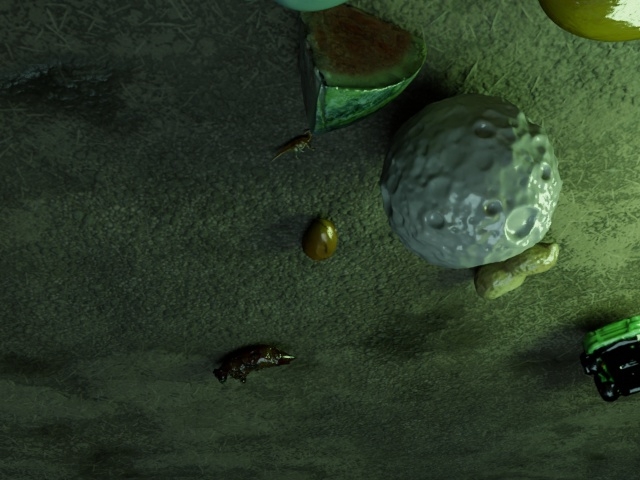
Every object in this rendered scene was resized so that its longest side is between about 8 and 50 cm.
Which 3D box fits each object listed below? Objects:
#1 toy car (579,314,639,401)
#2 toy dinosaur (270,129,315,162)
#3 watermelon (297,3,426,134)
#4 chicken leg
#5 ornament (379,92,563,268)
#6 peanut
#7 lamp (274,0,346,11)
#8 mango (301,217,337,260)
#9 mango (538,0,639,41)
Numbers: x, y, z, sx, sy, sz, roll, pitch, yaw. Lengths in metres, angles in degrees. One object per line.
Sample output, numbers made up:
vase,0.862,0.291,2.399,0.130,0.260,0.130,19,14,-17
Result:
toy car,0.845,0.319,2.221,0.213,0.176,0.359,-25,133,20
toy dinosaur,-0.048,-0.182,1.607,0.113,0.026,0.041,-35,126,18
watermelon,0.047,-0.303,1.355,0.231,0.310,0.193,27,145,20
chicken leg,-0.185,0.335,2.189,0.233,0.063,0.105,-24,142,19
ornament,0.273,-0.117,1.500,0.337,0.337,0.337,-3,141,-3
peanut,0.468,0.066,1.930,0.227,0.086,0.104,-34,142,28
lamp,0.018,-0.434,1.149,0.209,0.147,0.284,-15,150,-52
mango,0.000,0.000,1.807,0.077,0.063,0.127,10,139,-7
mango,0.504,-0.412,1.312,0.331,0.142,0.195,6,144,-18
